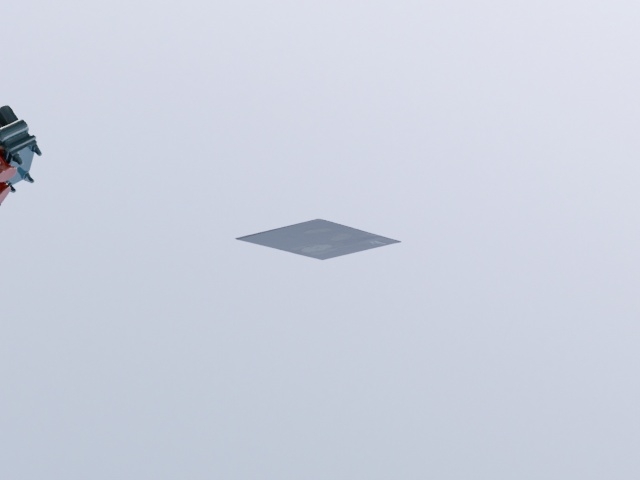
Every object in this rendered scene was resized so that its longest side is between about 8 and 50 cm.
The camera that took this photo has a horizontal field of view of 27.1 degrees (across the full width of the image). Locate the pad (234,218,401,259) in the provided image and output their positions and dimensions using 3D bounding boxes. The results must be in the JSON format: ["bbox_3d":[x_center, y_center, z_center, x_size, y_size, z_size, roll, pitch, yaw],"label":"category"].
[{"bbox_3d":[0.000,0.000,1.676,0.127,0.190,0.004,-13,-107,33],"label":"pad"}]

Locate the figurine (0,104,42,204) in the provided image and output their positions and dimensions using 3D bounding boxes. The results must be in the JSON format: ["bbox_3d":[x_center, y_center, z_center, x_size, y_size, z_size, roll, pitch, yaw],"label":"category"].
[{"bbox_3d":[-0.315,-0.095,1.181,0.140,0.068,0.075,36,-134,14],"label":"figurine"}]
